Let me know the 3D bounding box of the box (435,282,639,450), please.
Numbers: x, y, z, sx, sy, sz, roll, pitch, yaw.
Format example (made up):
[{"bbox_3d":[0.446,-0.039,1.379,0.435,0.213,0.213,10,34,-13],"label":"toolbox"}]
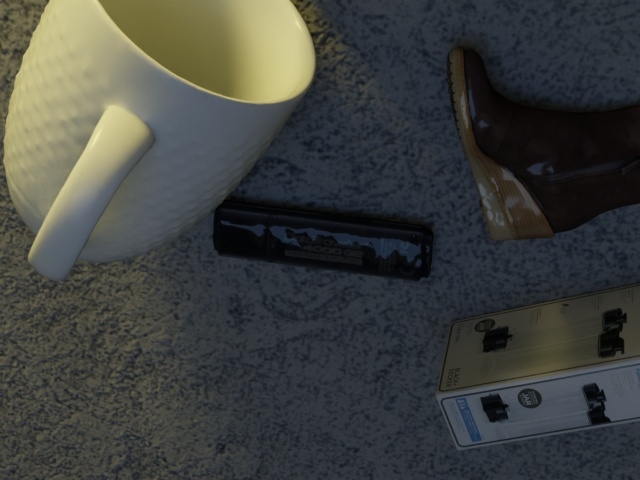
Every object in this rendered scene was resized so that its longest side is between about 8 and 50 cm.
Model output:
[{"bbox_3d":[0.295,0.146,1.413,0.290,0.169,0.087,-14,115,19],"label":"box"}]

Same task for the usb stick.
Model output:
[{"bbox_3d":[0.000,0.000,1.471,0.278,0.045,0.077,7,113,9],"label":"usb stick"}]

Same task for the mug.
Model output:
[{"bbox_3d":[-0.211,-0.110,1.269,0.276,0.374,0.328,32,127,-11],"label":"mug"}]

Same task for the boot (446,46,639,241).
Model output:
[{"bbox_3d":[0.261,-0.126,1.333,0.207,0.090,0.248,-17,113,8],"label":"boot"}]
